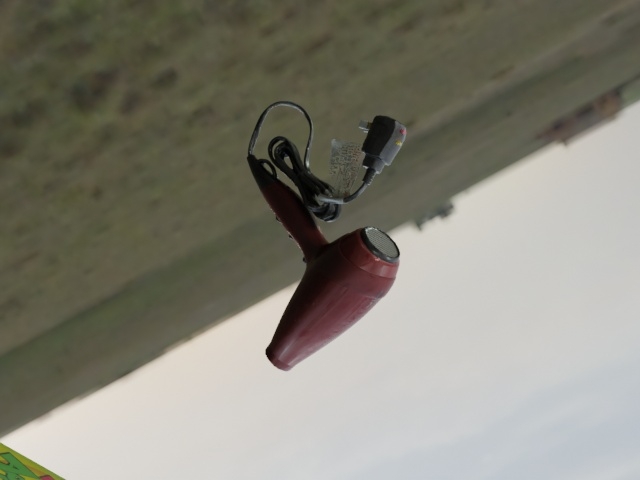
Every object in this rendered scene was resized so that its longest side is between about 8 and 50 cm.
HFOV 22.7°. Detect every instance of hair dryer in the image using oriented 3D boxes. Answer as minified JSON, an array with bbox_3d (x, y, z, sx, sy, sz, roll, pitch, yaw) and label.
[{"bbox_3d":[0.000,0.000,1.726,0.080,0.294,0.223,14,176,-41],"label":"hair dryer"}]

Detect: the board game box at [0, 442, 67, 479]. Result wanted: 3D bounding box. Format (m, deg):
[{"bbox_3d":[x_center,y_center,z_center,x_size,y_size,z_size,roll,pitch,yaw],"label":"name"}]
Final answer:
[{"bbox_3d":[-0.254,0.184,1.165,0.043,0.181,0.092,-63,176,19],"label":"board game box"}]
